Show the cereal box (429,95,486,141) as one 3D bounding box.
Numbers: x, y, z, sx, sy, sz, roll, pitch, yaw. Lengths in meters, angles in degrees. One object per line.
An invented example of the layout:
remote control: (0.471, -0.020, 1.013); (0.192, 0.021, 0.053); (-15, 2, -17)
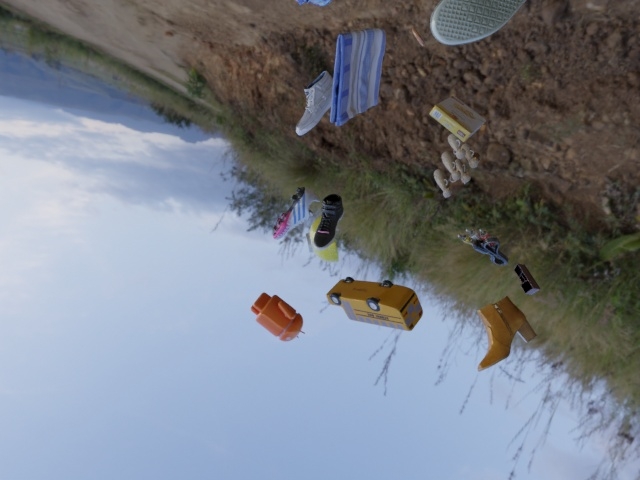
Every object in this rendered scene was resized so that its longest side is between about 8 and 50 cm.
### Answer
cereal box: (0.538, -0.480, 1.612); (0.173, 0.047, 0.240); (41, -138, 8)

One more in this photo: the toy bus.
toy bus: (0.176, 0.214, 1.433); (0.332, 0.130, 0.108); (0, -145, 48)

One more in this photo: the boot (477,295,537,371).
boot: (0.719, 0.385, 1.730); (0.211, 0.295, 0.104); (54, -178, 21)

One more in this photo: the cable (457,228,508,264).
cable: (0.684, 0.022, 1.647); (0.287, 0.072, 0.139); (22, 158, -33)

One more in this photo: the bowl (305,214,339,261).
bowl: (0.000, 0.000, 2.399); (0.155, 0.290, 0.289); (-13, -160, -3)

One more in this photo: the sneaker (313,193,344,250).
sneaker: (0.028, -0.099, 1.945); (0.104, 0.147, 0.296); (11, -127, 21)

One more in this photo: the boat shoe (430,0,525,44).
boat shoe: (0.544, -0.786, 1.334); (0.500, 0.187, 0.156); (-39, -160, -8)

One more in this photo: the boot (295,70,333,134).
boot: (-0.035, -0.556, 1.665); (0.123, 0.258, 0.095); (43, 176, -35)

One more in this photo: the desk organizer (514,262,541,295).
desk organizer: (0.856, 0.161, 1.734); (0.050, 0.047, 0.130); (12, -136, -31)

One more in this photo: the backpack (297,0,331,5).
backpack: (-0.022, -0.784, 1.252); (0.173, 0.117, 0.158); (33, 170, -27)

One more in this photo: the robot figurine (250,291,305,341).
robot figurine: (-0.155, 0.291, 1.557); (0.219, 0.158, 0.128); (39, -165, -2)

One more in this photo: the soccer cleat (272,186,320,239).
soccer cleat: (-0.122, -0.117, 2.128); (0.143, 0.331, 0.116); (27, -157, -20)

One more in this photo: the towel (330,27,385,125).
towel: (0.101, -0.420, 1.051); (0.034, 0.209, 0.285); (17, -147, 20)

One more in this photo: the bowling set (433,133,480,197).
bowling set: (0.642, -0.336, 1.836); (0.199, 0.287, 0.154); (-10, -123, -7)

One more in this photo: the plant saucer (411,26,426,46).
plant saucer: (0.362, -0.750, 1.530); (0.083, 0.013, 0.084); (39, -149, -29)
